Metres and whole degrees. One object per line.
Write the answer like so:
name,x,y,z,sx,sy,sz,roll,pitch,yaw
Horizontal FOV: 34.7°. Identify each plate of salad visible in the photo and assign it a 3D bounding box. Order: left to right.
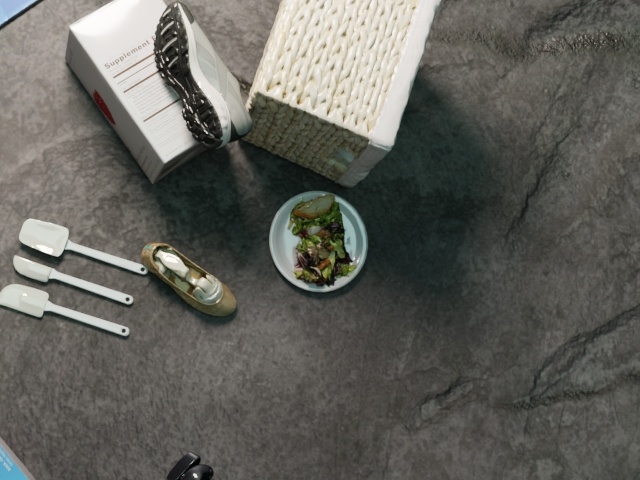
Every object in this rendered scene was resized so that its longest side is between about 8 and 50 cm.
plate of salad,0.000,0.000,1.985,0.199,0.048,0.200,3,81,-16

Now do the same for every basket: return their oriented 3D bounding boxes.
basket,0.023,-0.312,1.900,0.266,0.328,0.331,19,78,-8

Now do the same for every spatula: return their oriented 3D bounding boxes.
spatula,-0.445,0.072,1.868,0.242,0.019,0.168,19,76,-12

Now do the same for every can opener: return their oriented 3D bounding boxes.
can opener,-0.263,0.474,1.844,0.186,0.073,0.059,-54,136,-13

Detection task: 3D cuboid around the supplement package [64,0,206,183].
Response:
supplement package,-0.312,-0.283,1.875,0.175,0.177,0.293,-35,91,-19

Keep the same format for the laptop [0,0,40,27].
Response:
laptop,-0.547,-0.546,1.840,0.234,0.264,0.136,56,35,-21

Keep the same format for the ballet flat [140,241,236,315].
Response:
ballet flat,-0.242,0.073,1.897,0.206,0.067,0.073,32,73,-9

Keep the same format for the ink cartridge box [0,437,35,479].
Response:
ink cartridge box,-0.615,0.416,1.688,0.232,0.171,0.168,-40,93,-18

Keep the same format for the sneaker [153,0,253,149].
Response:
sneaker,-0.204,-0.287,1.776,0.108,0.100,0.272,-18,83,-45
